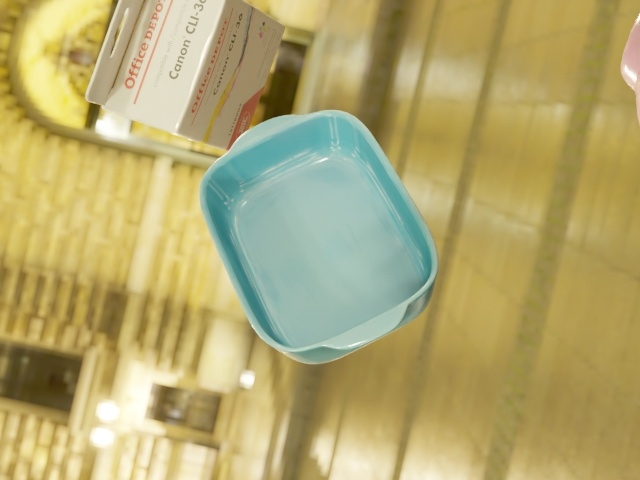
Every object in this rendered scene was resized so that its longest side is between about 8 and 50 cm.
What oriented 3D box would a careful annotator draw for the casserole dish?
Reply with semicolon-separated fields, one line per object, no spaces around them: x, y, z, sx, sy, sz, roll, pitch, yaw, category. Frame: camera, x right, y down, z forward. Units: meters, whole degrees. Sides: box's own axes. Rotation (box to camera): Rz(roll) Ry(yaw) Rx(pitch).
0.000;0.000;0.927;0.188;0.114;0.037;62;178;42;casserole dish

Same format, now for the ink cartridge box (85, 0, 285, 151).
-0.100;-0.137;1.215;0.198;0.067;0.115;7;-77;-75;ink cartridge box

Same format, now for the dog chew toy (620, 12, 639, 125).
0.319;-0.051;0.824;0.207;0.331;0.207;-57;-20;-33;dog chew toy
